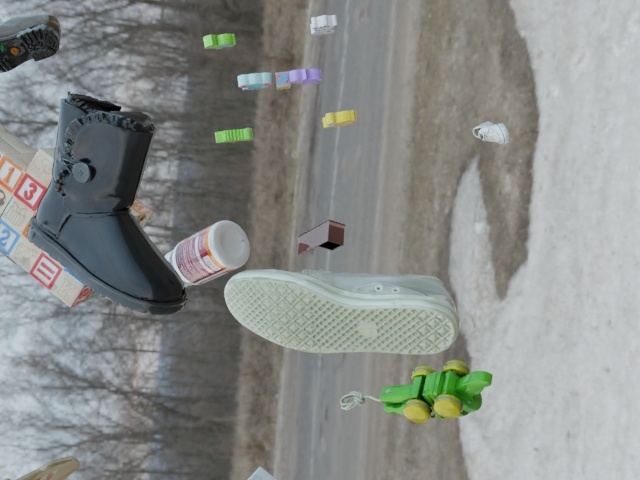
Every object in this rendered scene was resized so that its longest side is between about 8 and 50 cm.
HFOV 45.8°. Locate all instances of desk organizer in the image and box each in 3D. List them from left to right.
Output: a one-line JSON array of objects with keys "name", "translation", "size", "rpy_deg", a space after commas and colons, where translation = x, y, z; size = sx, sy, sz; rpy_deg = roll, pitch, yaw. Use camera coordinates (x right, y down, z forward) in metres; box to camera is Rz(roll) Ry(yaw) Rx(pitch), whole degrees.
[{"name": "desk organizer", "translation": [0.000, 0.000, 1.690], "size": [0.130, 0.047, 0.050], "rpy_deg": [-27, 53, 52]}]

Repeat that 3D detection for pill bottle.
[{"name": "pill bottle", "translation": [-0.286, 0.040, 1.861], "size": [0.221, 0.121, 0.121], "rpy_deg": [-23, 56, 40]}]

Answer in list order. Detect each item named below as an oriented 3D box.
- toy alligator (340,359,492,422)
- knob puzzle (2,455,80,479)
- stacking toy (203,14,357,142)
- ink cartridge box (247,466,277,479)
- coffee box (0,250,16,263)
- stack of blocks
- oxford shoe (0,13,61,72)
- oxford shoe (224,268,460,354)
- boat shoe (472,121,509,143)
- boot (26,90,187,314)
[{"name": "toy alligator", "translation": [0.109, 0.174, 0.820], "size": [0.189, 0.051, 0.056], "rpy_deg": [-19, 33, 36]}, {"name": "knob puzzle", "translation": [-0.508, 0.425, 1.324], "size": [0.030, 0.213, 0.213], "rpy_deg": [52, 152, 16]}, {"name": "stacking toy", "translation": [-0.064, -0.248, 1.169], "size": [0.052, 0.221, 0.167], "rpy_deg": [175, 86, -84]}, {"name": "ink cartridge box", "translation": [-0.154, 0.554, 1.548], "size": [0.150, 0.063, 0.109], "rpy_deg": [-38, -26, -45]}, {"name": "coffee box", "translation": [-0.594, -0.076, 1.601], "size": [0.246, 0.098, 0.141], "rpy_deg": [-50, 19, -12]}, {"name": "stack of blocks", "translation": [-0.428, -0.061, 1.158], "size": [0.171, 0.297, 0.087], "rpy_deg": [-55, -6, 15]}, {"name": "oxford shoe", "translation": [-0.617, -0.392, 1.496], "size": [0.083, 0.227, 0.096], "rpy_deg": [77, -176, -49]}, {"name": "oxford shoe", "translation": [0.040, 0.122, 1.438], "size": [0.130, 0.449, 0.169], "rpy_deg": [-68, -22, -54]}, {"name": "boat shoe", "translation": [0.282, -0.178, 1.266], "size": [0.100, 0.035, 0.035], "rpy_deg": [-123, 15, -69]}, {"name": "boot", "translation": [-0.244, -0.048, 0.930], "size": [0.094, 0.246, 0.207], "rpy_deg": [-21, -43, -63]}]
